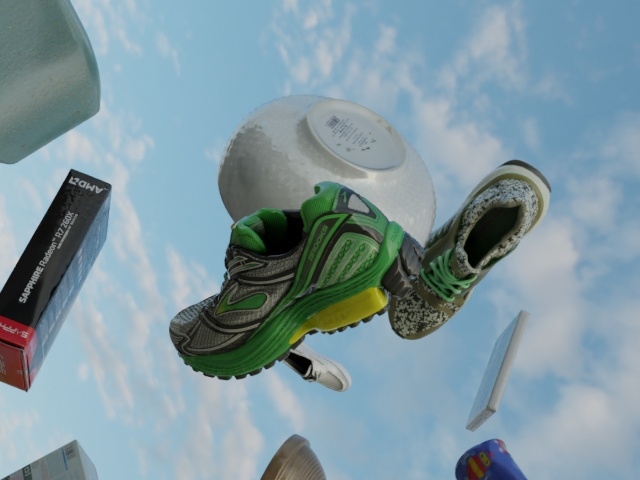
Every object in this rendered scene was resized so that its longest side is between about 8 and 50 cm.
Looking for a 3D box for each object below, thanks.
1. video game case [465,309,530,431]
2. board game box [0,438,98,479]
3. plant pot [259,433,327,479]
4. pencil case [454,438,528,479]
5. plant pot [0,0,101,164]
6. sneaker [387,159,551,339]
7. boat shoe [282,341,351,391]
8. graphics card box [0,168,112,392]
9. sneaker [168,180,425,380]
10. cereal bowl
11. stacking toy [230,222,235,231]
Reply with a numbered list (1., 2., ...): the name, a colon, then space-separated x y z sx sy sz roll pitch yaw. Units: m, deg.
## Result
1. video game case: 0.351 0.263 1.626 0.023 0.212 0.193 23 -24 7
2. board game box: -0.576 0.557 1.587 0.224 0.303 0.098 49 -19 55
3. plant pot: -0.056 0.536 1.708 0.109 0.237 0.237 23 -55 18
4. pencil case: 0.375 0.501 1.493 0.306 0.119 0.133 48 -5 42
5. plant pot: -0.419 -0.250 1.047 0.248 0.247 0.252 53 -6 42
6. sneaker: 0.247 0.033 1.490 0.158 0.182 0.410 38 -68 5
7. boat shoe: -0.029 0.368 2.346 0.258 0.084 0.095 32 -59 -4
8. graphics card box: -0.513 0.074 1.552 0.094 0.371 0.233 22 -32 -4
9. sneaker: -0.056 0.037 0.878 0.343 0.134 0.146 -31 -71 37
10. cereal bowl: 0.028 -0.102 1.197 0.339 0.339 0.141 53 -45 25
11. stacking toy: -0.057 -0.045 2.159 0.308 0.130 0.279 27 -23 -10
